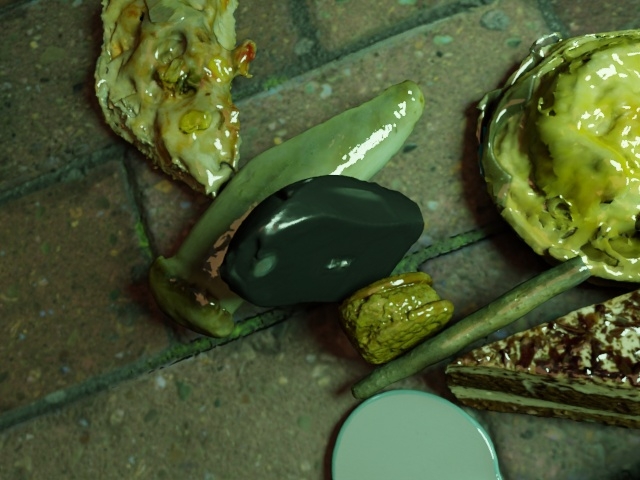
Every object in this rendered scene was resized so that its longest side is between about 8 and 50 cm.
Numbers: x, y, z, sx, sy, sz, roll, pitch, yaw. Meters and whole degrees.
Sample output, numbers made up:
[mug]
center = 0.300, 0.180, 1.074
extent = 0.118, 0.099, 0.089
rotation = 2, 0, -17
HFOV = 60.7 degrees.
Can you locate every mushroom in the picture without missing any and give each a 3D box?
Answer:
[mushroom]
center = -0.034, -0.045, 0.549
extent = 0.107, 0.087, 0.333
rotation = 40, 82, 13

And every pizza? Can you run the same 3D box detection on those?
[pizza]
center = -0.161, -0.178, 0.603
extent = 0.189, 0.071, 0.296
rotation = -8, 77, 6

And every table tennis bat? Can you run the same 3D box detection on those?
[table tennis bat]
center = 0.124, 0.225, 0.490
extent = 0.237, 0.038, 0.149
rotation = 15, 79, 16

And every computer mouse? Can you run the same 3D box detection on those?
[computer mouse]
center = 0.000, 0.000, 0.471
extent = 0.122, 0.217, 0.073
rotation = -53, 55, 24

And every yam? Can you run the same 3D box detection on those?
[yam]
center = 0.128, 0.083, 0.482
extent = 0.234, 0.027, 0.029
rotation = -33, 93, 11

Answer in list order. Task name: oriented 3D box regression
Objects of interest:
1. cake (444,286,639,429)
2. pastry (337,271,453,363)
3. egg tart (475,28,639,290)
[cake]
center = 0.238, 0.082, 0.467
extent = 0.246, 0.112, 0.135
rotation = 2, 57, 22
[pastry]
center = 0.068, 0.069, 0.500
extent = 0.097, 0.109, 0.057
rotation = -52, 56, 39
[egg tart]
center = 0.287, -0.094, 0.499
extent = 0.291, 0.107, 0.290
rotation = -2, 77, 7
